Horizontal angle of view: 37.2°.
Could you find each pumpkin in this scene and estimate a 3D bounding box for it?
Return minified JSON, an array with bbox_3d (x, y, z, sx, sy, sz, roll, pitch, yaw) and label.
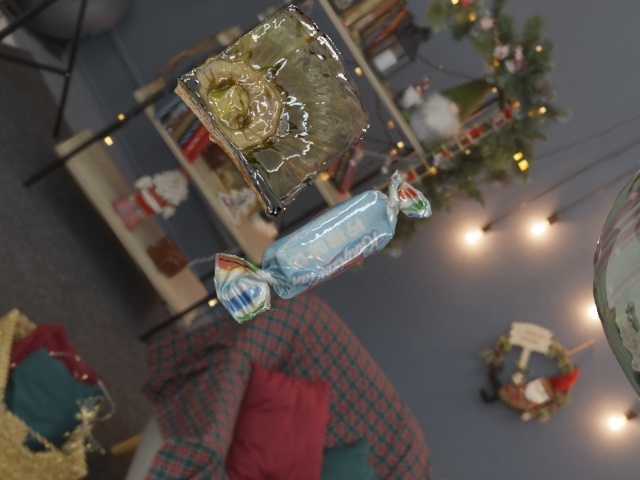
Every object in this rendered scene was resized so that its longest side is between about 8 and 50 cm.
[{"bbox_3d":[-0.021,-0.055,0.418,0.073,0.035,0.101,49,45,0],"label":"pumpkin"}]

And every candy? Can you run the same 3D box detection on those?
[{"bbox_3d":[0.000,0.000,0.340,0.030,0.083,0.020,56,-12,9],"label":"candy"}]

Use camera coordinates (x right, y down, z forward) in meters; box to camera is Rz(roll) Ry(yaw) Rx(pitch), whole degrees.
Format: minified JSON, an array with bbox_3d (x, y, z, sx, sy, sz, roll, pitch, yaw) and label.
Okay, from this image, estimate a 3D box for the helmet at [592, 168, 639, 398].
[{"bbox_3d":[0.184,0.001,0.403,0.107,0.177,0.153,42,-26,27],"label":"helmet"}]
